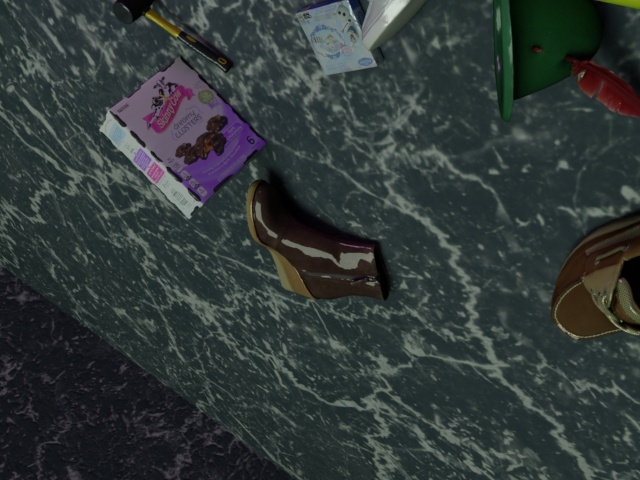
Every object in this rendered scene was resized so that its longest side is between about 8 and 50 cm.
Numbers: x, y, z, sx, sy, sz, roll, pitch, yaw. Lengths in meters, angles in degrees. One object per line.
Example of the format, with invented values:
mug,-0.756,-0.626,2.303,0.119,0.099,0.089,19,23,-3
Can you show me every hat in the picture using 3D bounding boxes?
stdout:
hat,0.258,-0.199,0.661,0.183,0.173,0.208,-2,166,12

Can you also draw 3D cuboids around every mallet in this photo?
mallet,-0.218,-0.302,1.043,0.189,0.062,0.039,40,147,1

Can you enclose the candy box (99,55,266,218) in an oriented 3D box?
candy box,-0.213,-0.162,1.110,0.196,0.165,0.070,45,147,-7

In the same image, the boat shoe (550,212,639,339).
boat shoe,0.358,0.041,0.798,0.122,0.120,0.324,38,148,6

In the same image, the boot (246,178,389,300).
boot,0.000,0.000,1.188,0.206,0.090,0.249,2,131,29

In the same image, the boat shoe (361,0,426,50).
boat shoe,0.083,-0.281,0.755,0.063,0.066,0.184,49,150,7

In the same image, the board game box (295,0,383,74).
board game box,0.024,-0.255,0.886,0.090,0.020,0.090,3,132,44

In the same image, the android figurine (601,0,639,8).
android figurine,0.281,-0.292,0.540,0.272,0.056,0.248,25,144,27
